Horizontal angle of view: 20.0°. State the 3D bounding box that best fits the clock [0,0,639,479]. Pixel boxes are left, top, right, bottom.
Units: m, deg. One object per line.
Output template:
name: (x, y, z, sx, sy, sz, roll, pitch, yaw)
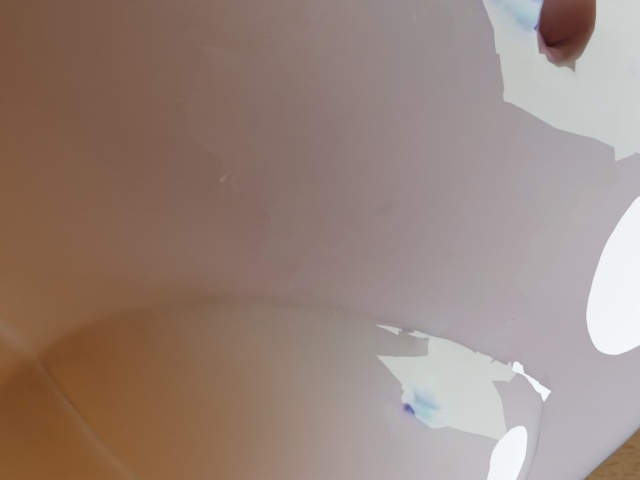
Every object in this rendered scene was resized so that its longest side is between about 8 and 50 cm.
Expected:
clock: (-0.058, -0.084, 0.469, 0.376, 0.250, 0.368, 37, 25, -42)
